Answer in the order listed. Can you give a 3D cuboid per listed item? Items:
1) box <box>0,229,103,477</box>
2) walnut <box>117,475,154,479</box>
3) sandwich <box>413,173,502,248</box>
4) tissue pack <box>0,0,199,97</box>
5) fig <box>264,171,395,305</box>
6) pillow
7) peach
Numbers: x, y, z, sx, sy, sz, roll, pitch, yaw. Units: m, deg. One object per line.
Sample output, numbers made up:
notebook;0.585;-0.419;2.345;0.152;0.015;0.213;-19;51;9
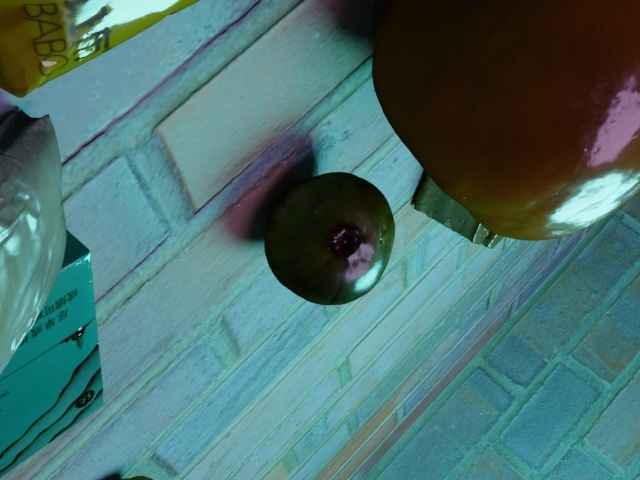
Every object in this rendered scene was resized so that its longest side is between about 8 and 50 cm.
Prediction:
box;-0.264;0.114;0.729;0.161;0.042;0.226;-34;150;-34
walnut;-0.253;0.362;1.103;0.124;0.105;0.105;-58;159;-3
sandwich;0.222;-0.071;1.299;0.128;0.122;0.235;-57;156;7
tissue pack;-0.112;-0.217;0.364;0.192;0.134;0.271;-39;156;-24
fig;0.000;0.000;1.024;0.151;0.151;0.259;-47;-174;-7
pillow;-0.220;0.036;0.538;0.230;0.050;0.148;-72;164;-48
peach;0.225;-0.179;0.847;0.301;0.343;0.343;-38;163;18
